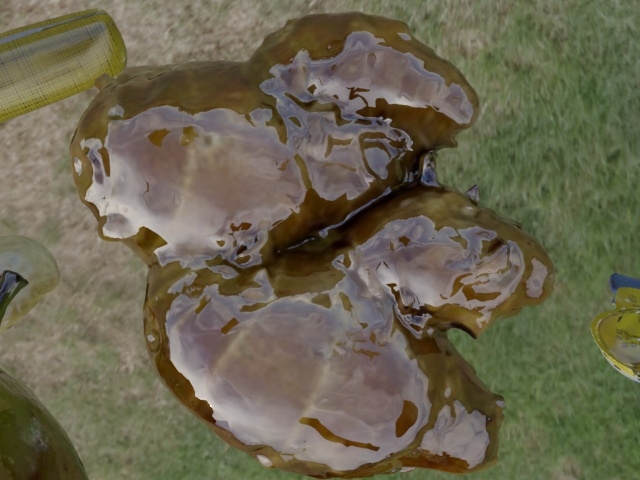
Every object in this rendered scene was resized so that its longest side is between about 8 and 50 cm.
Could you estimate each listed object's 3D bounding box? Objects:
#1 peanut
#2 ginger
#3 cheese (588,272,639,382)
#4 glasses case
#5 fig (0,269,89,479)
[{"bbox_3d":[-0.387,0.051,1.090,0.237,0.120,0.110,-15,156,-11],"label":"peanut"},{"bbox_3d":[0.002,0.011,0.732,0.274,0.152,0.357,-23,87,3],"label":"ginger"},{"bbox_3d":[0.416,0.115,1.361,0.157,0.250,0.064,17,120,2],"label":"cheese"},{"bbox_3d":[-0.303,-0.158,1.033,0.234,0.064,0.079,-22,140,-7],"label":"glasses case"},{"bbox_3d":[-0.242,0.148,0.765,0.170,0.274,0.145,-12,155,17],"label":"fig"}]
